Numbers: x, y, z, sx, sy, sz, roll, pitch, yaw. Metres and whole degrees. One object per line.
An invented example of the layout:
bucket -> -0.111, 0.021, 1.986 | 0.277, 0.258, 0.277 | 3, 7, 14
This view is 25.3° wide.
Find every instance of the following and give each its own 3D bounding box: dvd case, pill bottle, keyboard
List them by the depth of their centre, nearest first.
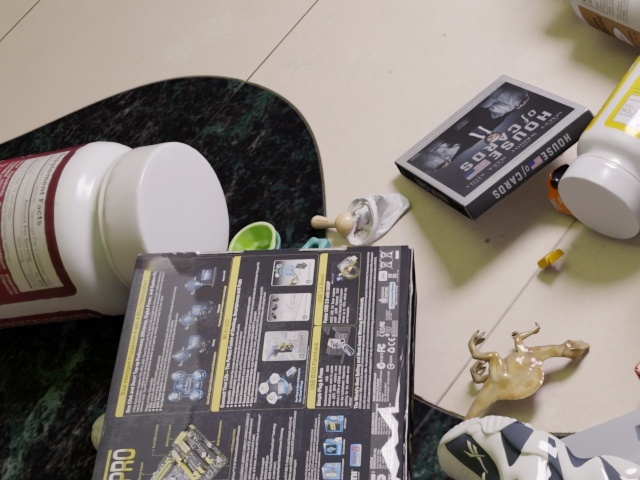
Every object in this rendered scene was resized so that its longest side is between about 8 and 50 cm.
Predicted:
keyboard -> 0.305, 0.181, 1.304 | 0.256, 0.014, 0.072 | -25, 39, 20
pill bottle -> 0.351, -0.111, 1.535 | 0.119, 0.119, 0.208 | 18, 63, 45
dvd case -> 0.198, -0.113, 1.670 | 0.179, 0.029, 0.239 | -38, 21, -4
pill bottle -> 0.372, -0.306, 1.706 | 0.131, 0.131, 0.229 | -41, 39, -6
pill bottle -> -0.330, -0.007, 1.848 | 0.392, 0.224, 0.224 | -8, 47, 30

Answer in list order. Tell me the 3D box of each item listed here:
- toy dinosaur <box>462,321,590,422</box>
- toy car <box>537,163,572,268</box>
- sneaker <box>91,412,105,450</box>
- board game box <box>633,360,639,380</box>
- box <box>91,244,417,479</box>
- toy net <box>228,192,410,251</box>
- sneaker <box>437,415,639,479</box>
toy dinosaur -> 0.184, 0.138, 1.460 | 0.183, 0.053, 0.092 | -38, 40, -2
toy car -> 0.253, -0.026, 1.575 | 0.122, 0.060, 0.040 | -54, 10, -30
sneaker -> -0.197, 0.291, 1.542 | 0.123, 0.106, 0.290 | -42, 40, -11
board game box -> 0.412, 0.082, 1.354 | 0.147, 0.045, 0.193 | 22, 65, 46
box -> -0.060, 0.175, 1.486 | 0.318, 0.097, 0.395 | -2, 46, 5
toy net -> 0.000, 0.000, 1.739 | 0.232, 0.045, 0.122 | -25, 40, 13
sneaker -> 0.171, 0.249, 1.252 | 0.235, 0.094, 0.153 | 17, 52, 38
